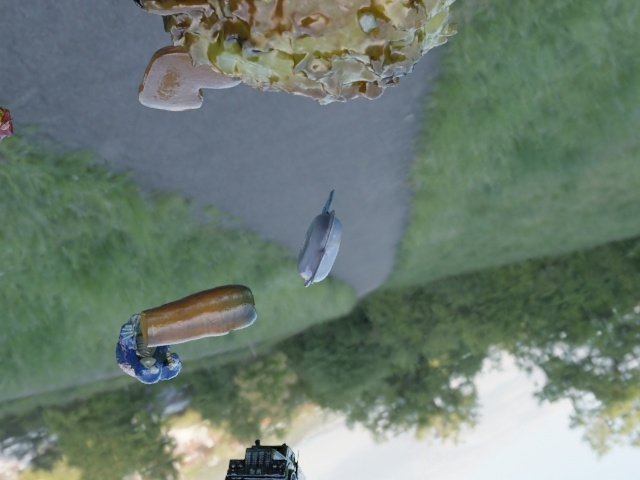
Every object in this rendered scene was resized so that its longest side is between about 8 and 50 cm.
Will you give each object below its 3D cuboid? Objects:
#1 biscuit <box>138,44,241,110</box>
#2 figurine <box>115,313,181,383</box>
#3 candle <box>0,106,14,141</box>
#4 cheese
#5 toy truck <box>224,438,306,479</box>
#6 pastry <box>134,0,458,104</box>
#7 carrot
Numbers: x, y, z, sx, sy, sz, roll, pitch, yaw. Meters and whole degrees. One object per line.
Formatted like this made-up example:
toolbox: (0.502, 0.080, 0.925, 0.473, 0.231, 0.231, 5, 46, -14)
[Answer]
biscuit: (-0.258, -0.314, 1.596, 0.186, 0.036, 0.192, 7, 152, -25)
figurine: (-0.393, 0.260, 1.779, 0.121, 0.164, 0.262, -48, -174, -3)
candle: (-0.448, -0.149, 1.034, 0.130, 0.052, 0.052, 1, -177, 30)
cheese: (0.000, 0.000, 1.367, 0.245, 0.052, 0.135, -86, -161, -68)
toy truck: (-0.084, 0.437, 1.453, 0.127, 0.127, 0.257, -2, 151, 11)
pastry: (-0.027, -0.337, 0.867, 0.337, 0.405, 0.292, -3, 166, 6)
carrot: (-0.204, 0.126, 1.341, 0.193, 0.087, 0.087, -12, 165, -12)
